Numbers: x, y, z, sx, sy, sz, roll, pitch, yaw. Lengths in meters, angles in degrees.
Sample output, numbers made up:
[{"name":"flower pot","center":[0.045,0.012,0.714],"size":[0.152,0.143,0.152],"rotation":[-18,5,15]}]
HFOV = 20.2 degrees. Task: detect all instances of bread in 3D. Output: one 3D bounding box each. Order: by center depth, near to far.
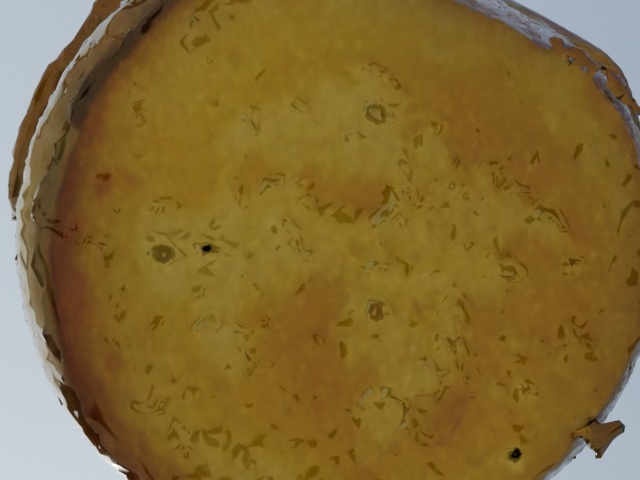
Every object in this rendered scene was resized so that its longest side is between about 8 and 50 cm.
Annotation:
[{"name":"bread","center":[0.000,0.000,1.037],"size":[0.398,0.215,0.398],"rotation":[0,-88,0]}]
